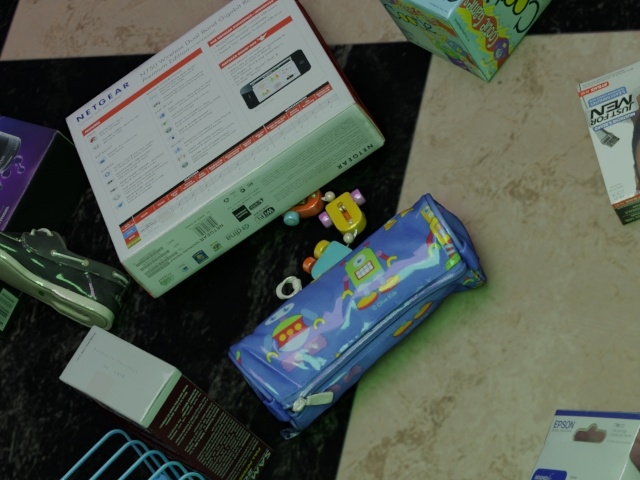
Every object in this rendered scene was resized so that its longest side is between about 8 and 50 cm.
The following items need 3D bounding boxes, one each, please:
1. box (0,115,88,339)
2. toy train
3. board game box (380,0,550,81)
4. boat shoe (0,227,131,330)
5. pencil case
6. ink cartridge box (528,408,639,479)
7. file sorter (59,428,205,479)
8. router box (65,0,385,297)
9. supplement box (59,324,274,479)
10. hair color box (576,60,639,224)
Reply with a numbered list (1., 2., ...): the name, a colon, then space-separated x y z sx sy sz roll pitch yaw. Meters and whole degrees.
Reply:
1. box: -0.436 -0.026 2.296 0.184 0.103 0.261 14 71 36
2. toy train: 0.000 0.000 2.089 0.125 0.046 0.166 -14 55 22
3. board game box: 0.208 -0.353 2.116 0.144 0.142 0.275 33 81 37
4. boat shoe: -0.343 0.024 2.173 0.233 0.084 0.079 28 68 -6
5. pencil case: 0.042 0.083 1.968 0.306 0.119 0.133 -39 36 3
6. ink cartridge box: 0.227 0.323 1.724 0.332 0.065 0.165 -64 20 -14
7. file sorter: -0.192 0.293 1.942 0.118 0.104 0.170 -45 35 -20
8. router box: -0.124 -0.135 2.176 0.335 0.082 0.301 -34 44 7
9. supplement box: -0.163 0.190 1.940 0.130 0.239 0.073 24 76 35
10. hair color box: 0.348 -0.111 1.962 0.093 0.053 0.167 -21 57 15
